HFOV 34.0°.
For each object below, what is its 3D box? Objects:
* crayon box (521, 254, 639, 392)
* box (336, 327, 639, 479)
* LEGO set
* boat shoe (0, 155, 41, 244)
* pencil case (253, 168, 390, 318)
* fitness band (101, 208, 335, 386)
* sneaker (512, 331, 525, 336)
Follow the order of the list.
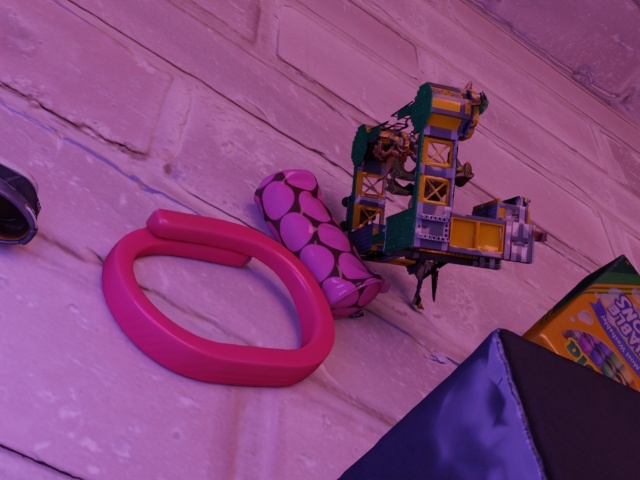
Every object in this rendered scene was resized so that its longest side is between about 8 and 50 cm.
[{"bbox_3d":[0.370,0.173,1.372,0.323,0.083,0.203,-31,83,-45],"label":"crayon box"},{"bbox_3d":[0.159,0.372,0.653,0.480,0.472,0.297,25,33,-28],"label":"box"},{"bbox_3d":[0.170,-0.062,1.377,0.192,0.331,0.255,9,72,-17],"label":"LEGO set"},{"bbox_3d":[-0.373,-0.061,0.987,0.233,0.084,0.079,25,33,-33],"label":"boat shoe"},{"bbox_3d":[0.000,0.000,1.350,0.098,0.095,0.209,-23,66,-20],"label":"pencil case"},{"bbox_3d":[-0.109,0.068,1.172,0.291,0.054,0.209,11,44,-42],"label":"fitness band"},{"bbox_3d":[0.321,0.239,1.401,0.281,0.105,0.115,46,29,6],"label":"sneaker"}]
